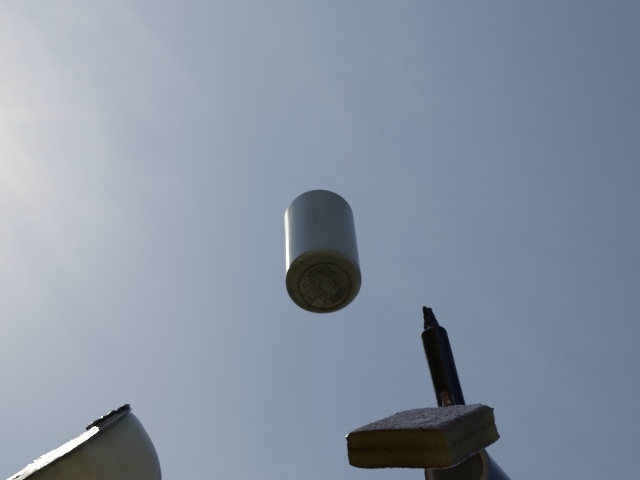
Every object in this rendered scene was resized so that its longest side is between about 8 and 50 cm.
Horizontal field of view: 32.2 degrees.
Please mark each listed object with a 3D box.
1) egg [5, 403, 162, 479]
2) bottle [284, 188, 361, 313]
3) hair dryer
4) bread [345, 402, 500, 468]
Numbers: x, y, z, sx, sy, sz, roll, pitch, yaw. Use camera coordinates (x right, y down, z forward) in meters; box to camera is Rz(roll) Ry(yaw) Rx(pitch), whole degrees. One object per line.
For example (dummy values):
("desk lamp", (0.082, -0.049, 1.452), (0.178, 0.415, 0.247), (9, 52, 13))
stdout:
("egg", (-0.366, 0.389, 1.664), (0.174, 0.286, 0.264), (59, 2, 4))
("bottle", (0.000, 0.000, 1.568), (0.245, 0.104, 0.104), (-95, -174, -61))
("hair dryer", (0.153, 0.187, 1.233), (0.070, 0.128, 0.255), (-21, -128, 16))
("bread", (0.081, 0.155, 0.875), (0.090, 0.094, 0.035), (-9, -91, 33))
